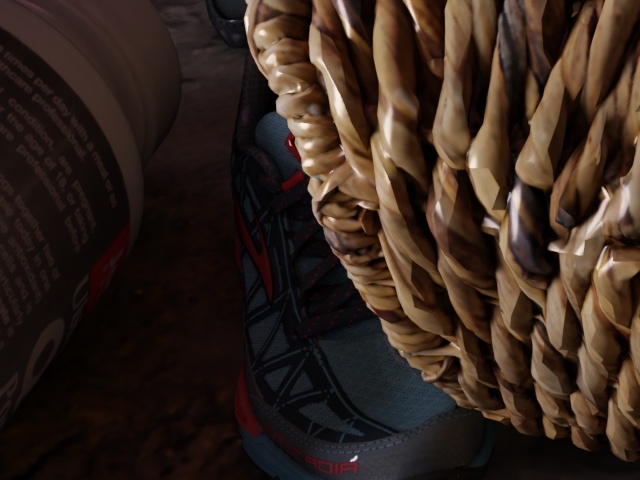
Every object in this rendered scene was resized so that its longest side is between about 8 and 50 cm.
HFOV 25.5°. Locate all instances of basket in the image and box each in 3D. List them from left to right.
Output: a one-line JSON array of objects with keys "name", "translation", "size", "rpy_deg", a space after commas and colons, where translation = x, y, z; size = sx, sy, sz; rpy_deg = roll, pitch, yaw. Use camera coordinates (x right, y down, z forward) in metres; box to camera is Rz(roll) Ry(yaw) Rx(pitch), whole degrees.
[{"name": "basket", "translation": [0.070, -0.047, 0.500], "size": [0.223, 0.299, 0.213], "rpy_deg": [19, 85, 24]}]

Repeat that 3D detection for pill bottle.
[{"name": "pill bottle", "translation": [-0.182, -0.001, 0.586], "size": [0.176, 0.176, 0.318], "rpy_deg": [8, 39, 20]}]

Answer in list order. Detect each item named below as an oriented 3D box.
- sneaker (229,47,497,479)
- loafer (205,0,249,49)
[{"name": "sneaker", "translation": [0.000, 0.000, 0.596], "size": [0.104, 0.125, 0.262], "rpy_deg": [-13, 36, -6]}, {"name": "loafer", "translation": [-0.046, -0.224, 0.895], "size": [0.076, 0.078, 0.223], "rpy_deg": [-6, 63, 15]}]
